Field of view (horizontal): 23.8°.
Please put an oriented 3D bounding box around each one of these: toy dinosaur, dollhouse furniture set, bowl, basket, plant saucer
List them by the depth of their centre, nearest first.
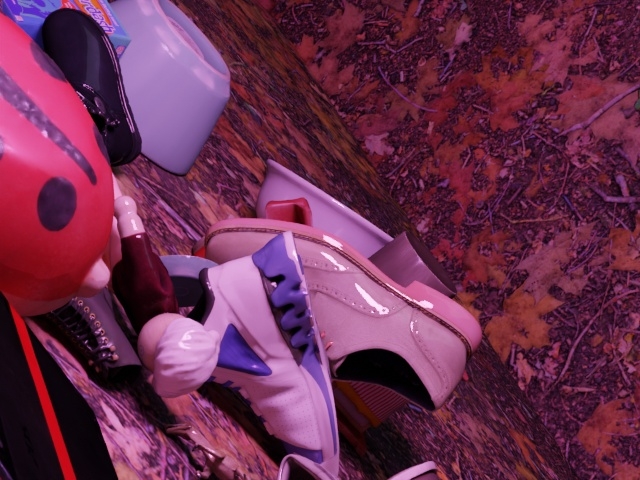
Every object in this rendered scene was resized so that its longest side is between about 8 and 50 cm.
[{"bbox_3d":[-0.091,0.258,1.635,0.183,0.053,0.092,47,10,-11],"label":"toy dinosaur"},{"bbox_3d":[-0.173,0.054,1.859,0.119,0.119,0.021,36,45,-49],"label":"plant saucer"},{"bbox_3d":[0.012,0.098,2.158,0.374,0.201,0.152,47,12,-17],"label":"dollhouse furniture set"},{"bbox_3d":[0.086,0.105,2.353,0.154,0.227,0.204,48,12,-6],"label":"basket"},{"bbox_3d":[-0.260,-0.272,2.420,0.311,0.163,0.311,48,11,-13],"label":"bowl"},{"bbox_3d":[0.000,0.000,2.501,0.298,0.134,0.298,34,0,0],"label":"bowl"}]

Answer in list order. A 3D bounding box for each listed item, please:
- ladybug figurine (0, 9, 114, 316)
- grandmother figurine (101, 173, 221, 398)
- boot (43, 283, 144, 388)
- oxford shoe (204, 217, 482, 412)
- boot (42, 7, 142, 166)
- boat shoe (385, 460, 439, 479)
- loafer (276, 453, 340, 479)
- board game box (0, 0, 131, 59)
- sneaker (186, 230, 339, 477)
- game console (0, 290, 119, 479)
[{"bbox_3d":[-0.353,-0.119,1.400,0.449,0.162,0.305,42,36,-15],"label":"ladybug figurine"},{"bbox_3d":[-0.210,0.045,1.713,0.342,0.104,0.208,56,-9,39],"label":"grandmother figurine"},{"bbox_3d":[-0.252,0.079,1.565,0.137,0.077,0.198,60,15,20],"label":"boot"},{"bbox_3d":[0.012,0.094,2.006,0.397,0.146,0.140,23,-35,8],"label":"oxford shoe"},{"bbox_3d":[-0.334,-0.210,2.042,0.207,0.094,0.247,-7,74,-79],"label":"boot"},{"bbox_3d":[0.089,0.348,1.883,0.097,0.116,0.324,57,17,12],"label":"boat shoe"},{"bbox_3d":[0.010,0.342,1.586,0.111,0.112,0.319,56,2,-29],"label":"loafer"},{"bbox_3d":[-0.401,-0.344,2.235,0.210,0.047,0.160,2,45,-47],"label":"board game box"},{"bbox_3d":[-0.085,0.148,1.846,0.127,0.182,0.316,-96,173,-67],"label":"sneaker"},{"bbox_3d":[-0.239,0.162,1.208,0.342,0.060,0.386,61,-2,-38],"label":"game console"}]
